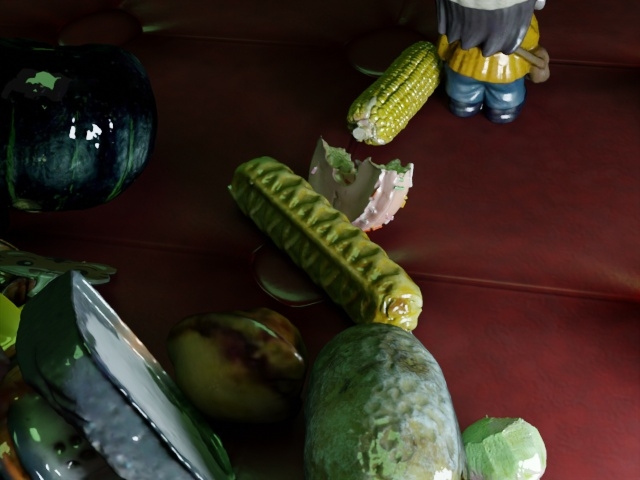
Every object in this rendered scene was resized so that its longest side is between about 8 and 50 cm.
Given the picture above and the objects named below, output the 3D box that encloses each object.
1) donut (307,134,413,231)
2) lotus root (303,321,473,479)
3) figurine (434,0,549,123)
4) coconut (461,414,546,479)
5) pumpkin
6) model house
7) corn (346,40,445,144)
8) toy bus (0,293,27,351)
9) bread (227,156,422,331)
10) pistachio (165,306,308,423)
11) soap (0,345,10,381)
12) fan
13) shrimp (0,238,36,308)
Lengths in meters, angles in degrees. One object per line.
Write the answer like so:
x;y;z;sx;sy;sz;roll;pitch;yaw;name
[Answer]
0.046;-0.061;1.440;0.065;0.117;0.166;6;15;-39;donut
0.057;0.190;1.101;0.175;0.175;0.349;-8;31;-1;lotus root
0.229;-0.310;1.517;0.185;0.332;0.204;11;29;17;figurine
0.186;0.218;1.124;0.083;0.081;0.082;-17;2;-32;coconut
-0.370;-0.147;1.491;0.315;0.238;0.315;3;20;-1;pumpkin
-0.262;0.223;1.064;0.301;0.271;0.190;-33;27;6;model house
0.113;-0.211;1.615;0.080;0.080;0.238;19;45;26;corn
-0.386;0.160;1.204;0.330;0.152;0.144;-36;48;-29;toy bus
0.000;0.001;1.389;0.084;0.077;0.367;-34;47;-14;bread
-0.079;0.128;1.185;0.210;0.165;0.130;-21;37;58;pistachio
-0.400;0.103;1.038;0.181;0.081;0.259;-53;44;2;soap
-0.325;0.041;1.334;0.152;0.008;0.227;10;9;-7;fan
-0.431;0.082;1.369;0.178;0.075;0.289;-7;28;-4;shrimp
